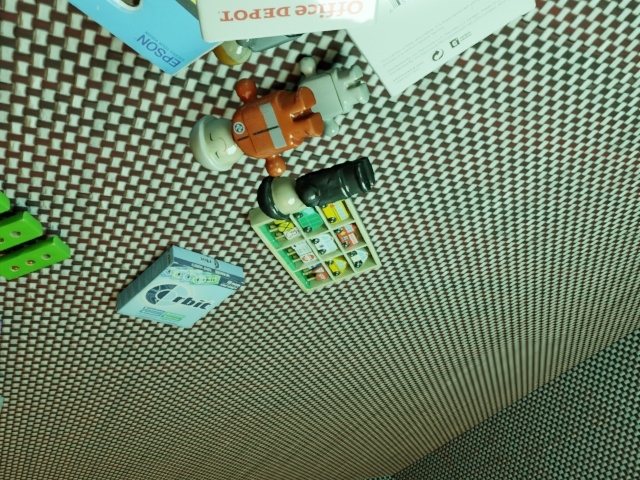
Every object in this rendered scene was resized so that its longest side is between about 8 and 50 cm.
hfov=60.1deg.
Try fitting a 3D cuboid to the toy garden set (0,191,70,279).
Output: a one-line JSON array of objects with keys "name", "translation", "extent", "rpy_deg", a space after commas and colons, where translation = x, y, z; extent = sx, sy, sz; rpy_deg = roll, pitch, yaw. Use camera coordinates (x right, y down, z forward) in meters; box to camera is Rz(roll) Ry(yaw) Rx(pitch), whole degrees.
[{"name": "toy garden set", "translation": [-0.516, -0.020, 0.775], "extent": [0.204, 0.049, 0.244], "rpy_deg": [-20, 146, 3]}]

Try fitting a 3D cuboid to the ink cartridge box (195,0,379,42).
[{"name": "ink cartridge box", "translation": [-0.028, -0.257, 0.395], "extent": [0.148, 0.085, 0.203], "rpy_deg": [-9, 142, -8]}]

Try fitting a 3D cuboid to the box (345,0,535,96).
[{"name": "box", "translation": [0.098, -0.284, 0.577], "extent": [0.181, 0.119, 0.182], "rpy_deg": [-29, 144, 19]}]

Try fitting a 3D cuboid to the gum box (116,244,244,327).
[{"name": "gum box", "translation": [-0.262, 0.092, 1.035], "extent": [0.184, 0.041, 0.157], "rpy_deg": [-37, 140, 29]}]

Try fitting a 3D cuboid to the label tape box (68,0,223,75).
[{"name": "label tape box", "translation": [-0.095, -0.330, 0.447], "extent": [0.348, 0.115, 0.249], "rpy_deg": [-30, 142, 24]}]

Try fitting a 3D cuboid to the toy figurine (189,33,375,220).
[{"name": "toy figurine", "translation": [-0.041, -0.147, 0.643], "extent": [0.148, 0.209, 0.213], "rpy_deg": [-13, 155, 25]}]

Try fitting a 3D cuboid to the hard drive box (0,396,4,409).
[{"name": "hard drive box", "translation": [-0.748, 0.318, 1.028], "extent": [0.181, 0.089, 0.232], "rpy_deg": [4, 160, 3]}]

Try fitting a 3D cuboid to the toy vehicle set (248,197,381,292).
[{"name": "toy vehicle set", "translation": [0.000, 0.000, 1.012], "extent": [0.166, 0.035, 0.267], "rpy_deg": [-21, 145, 8]}]
